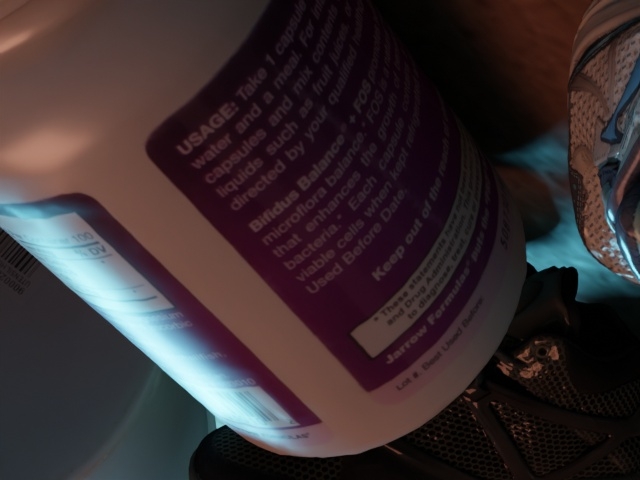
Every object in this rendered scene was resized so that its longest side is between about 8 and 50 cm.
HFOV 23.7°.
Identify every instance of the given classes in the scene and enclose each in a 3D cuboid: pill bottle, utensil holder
[{"bbox_3d":[-0.053,-0.054,0.598,0.169,0.169,0.301,14,154,44],"label":"pill bottle"},{"bbox_3d":[-0.245,0.106,1.085,0.328,0.327,0.385,29,161,10],"label":"utensil holder"}]

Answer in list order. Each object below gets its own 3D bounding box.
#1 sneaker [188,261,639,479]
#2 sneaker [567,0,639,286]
[{"bbox_3d":[0.051,0.070,0.710,0.228,0.087,0.130,-3,118,-5],"label":"sneaker"},{"bbox_3d":[0.118,-0.027,0.460,0.110,0.122,0.283,31,162,4],"label":"sneaker"}]
